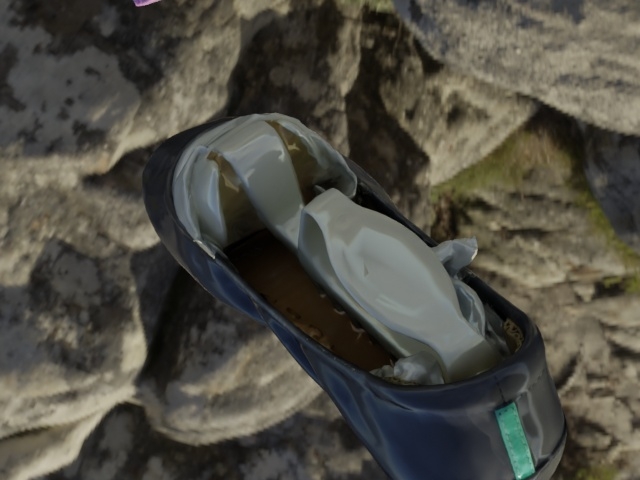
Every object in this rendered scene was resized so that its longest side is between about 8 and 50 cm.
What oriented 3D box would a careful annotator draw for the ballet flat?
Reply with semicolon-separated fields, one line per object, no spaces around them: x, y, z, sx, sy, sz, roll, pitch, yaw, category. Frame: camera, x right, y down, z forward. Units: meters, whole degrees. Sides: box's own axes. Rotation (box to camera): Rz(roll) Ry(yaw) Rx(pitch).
0.000;0.000;0.373;0.074;0.203;0.074;-24;137;-25;ballet flat

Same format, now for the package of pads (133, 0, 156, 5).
-0.176;-0.298;1.370;0.050;0.083;0.032;-13;103;40;package of pads
